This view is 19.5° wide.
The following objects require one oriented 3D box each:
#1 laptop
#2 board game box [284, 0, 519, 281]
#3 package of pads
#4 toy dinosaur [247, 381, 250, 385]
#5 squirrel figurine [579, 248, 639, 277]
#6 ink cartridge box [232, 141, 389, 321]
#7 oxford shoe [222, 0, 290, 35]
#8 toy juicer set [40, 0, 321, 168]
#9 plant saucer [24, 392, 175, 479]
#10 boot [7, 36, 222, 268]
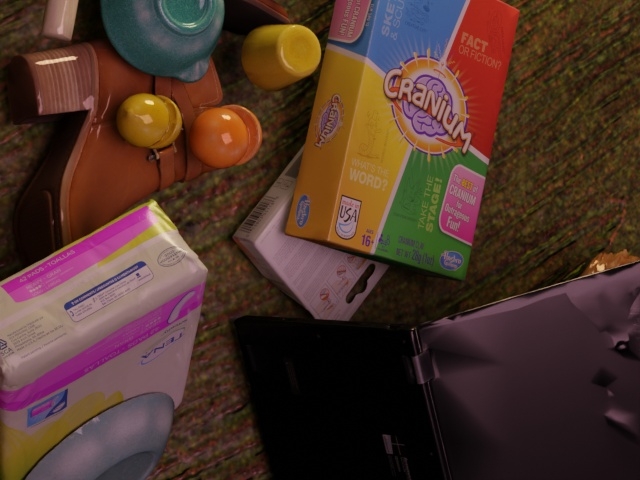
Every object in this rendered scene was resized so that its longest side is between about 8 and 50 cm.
[{"bbox_3d":[0.167,0.227,1.947,0.236,0.408,0.382,-26,108,-41],"label":"laptop"},{"bbox_3d":[0.093,-0.133,2.022,0.242,0.064,0.316,15,85,-47],"label":"board game box"},{"bbox_3d":[-0.227,0.109,1.759,0.229,0.296,0.101,-31,68,-27],"label":"package of pads"},{"bbox_3d":[0.022,0.214,2.034,0.112,0.064,0.211,-35,110,-24],"label":"toy dinosaur"},{"bbox_3d":[0.415,0.203,2.098,0.370,0.397,0.281,33,118,0],"label":"squirrel figurine"},{"bbox_3d":[0.000,0.000,2.032,0.145,0.045,0.179,-53,133,-19],"label":"ink cartridge box"},{"bbox_3d":[-0.112,-0.275,1.921,0.212,0.076,0.076,27,61,-32],"label":"oxford shoe"},{"bbox_3d":[-0.168,-0.198,1.813,0.329,0.089,0.209,37,69,-26],"label":"toy juicer set"},{"bbox_3d":[-0.213,0.227,1.826,0.195,0.195,0.037,-30,67,-27],"label":"plant saucer"},{"bbox_3d":[-0.195,-0.063,1.874,0.220,0.109,0.283,-7,89,-35],"label":"boot"}]
